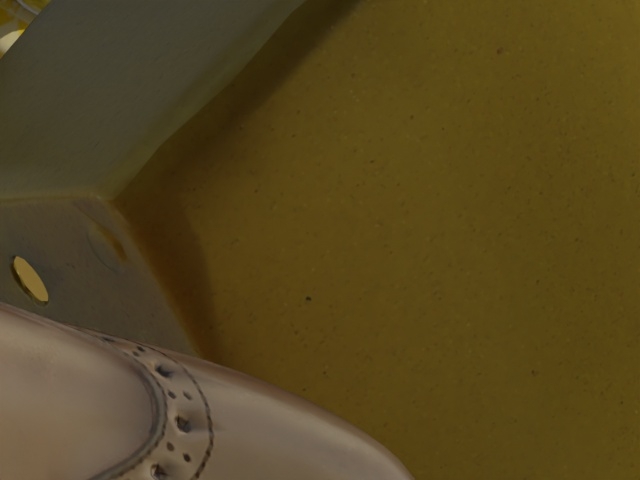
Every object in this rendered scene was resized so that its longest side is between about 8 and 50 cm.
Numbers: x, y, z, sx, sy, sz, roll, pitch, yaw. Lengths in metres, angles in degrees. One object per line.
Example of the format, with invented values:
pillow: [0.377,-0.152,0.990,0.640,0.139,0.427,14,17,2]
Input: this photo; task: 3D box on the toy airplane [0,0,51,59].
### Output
toy airplane: [-0.224,-0.161,1.032,0.386,0.384,0.272,12,-104,-12]

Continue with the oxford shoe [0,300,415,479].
oxford shoe: [-0.123,0.044,0.283,0.364,0.133,0.130,7,-119,-27]

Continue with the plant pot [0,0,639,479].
plant pot: [0.000,0.000,0.569,0.187,0.212,0.212,-39,-68,-30]
